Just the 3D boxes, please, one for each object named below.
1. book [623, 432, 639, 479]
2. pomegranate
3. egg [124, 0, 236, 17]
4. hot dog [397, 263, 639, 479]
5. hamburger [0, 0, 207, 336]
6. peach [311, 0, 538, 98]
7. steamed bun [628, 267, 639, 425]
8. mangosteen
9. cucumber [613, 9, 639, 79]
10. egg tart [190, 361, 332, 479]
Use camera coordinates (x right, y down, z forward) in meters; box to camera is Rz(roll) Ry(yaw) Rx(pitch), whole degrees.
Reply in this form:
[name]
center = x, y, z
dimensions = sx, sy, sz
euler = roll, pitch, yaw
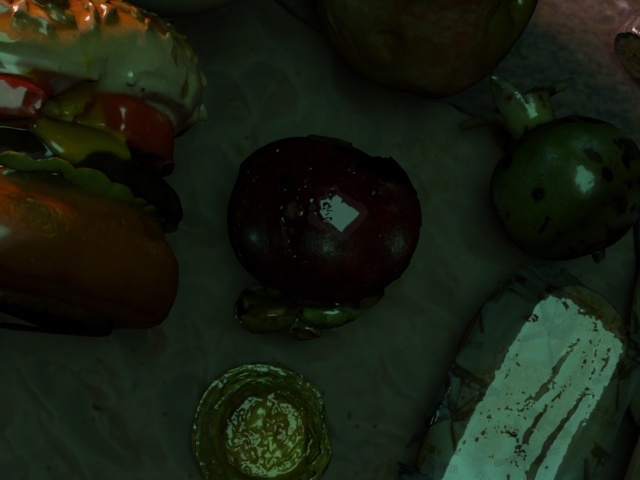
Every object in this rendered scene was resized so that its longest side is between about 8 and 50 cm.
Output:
[book]
center = 0.397, 0.243, 1.187
dimensions = 0.264, 0.027, 0.202
euler = 14, 103, -7
[pomegranate]
center = 0.211, -0.059, 1.195
dimensions = 0.148, 0.148, 0.169
euler = -21, 51, -12
[egg]
center = -0.123, -0.325, 1.079
dimensions = 0.283, 0.345, 0.283
euler = 4, 109, 11
[hot dog]
center = 0.180, 0.155, 1.179
dimensions = 0.163, 0.082, 0.270
euler = 28, 85, 4
[hamburger]
center = -0.255, -0.068, 1.017
dimensions = 0.330, 0.330, 0.250
euler = 11, 79, -8
[peach]
center = 0.091, -0.233, 1.145
dimensions = 0.214, 0.235, 0.214
euler = 0, 84, 0
[steamed bun]
center = 0.373, 0.056, 1.211
dimensions = 0.231, 0.110, 0.212
euler = -18, 85, -14
[mangosteen]
center = 0.000, 0.000, 1.139
dimensions = 0.166, 0.166, 0.180
euler = 10, 106, -8
[cucumber]
center = 0.334, -0.205, 1.267
dimensions = 0.112, 0.064, 0.064
euler = -40, 90, -16
[egg tart]
center = -0.047, 0.166, 1.151
dimensions = 0.130, 0.052, 0.130
euler = 1, 79, -7
